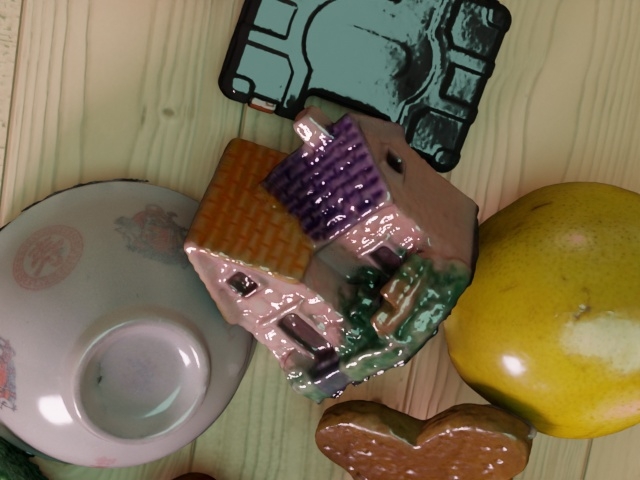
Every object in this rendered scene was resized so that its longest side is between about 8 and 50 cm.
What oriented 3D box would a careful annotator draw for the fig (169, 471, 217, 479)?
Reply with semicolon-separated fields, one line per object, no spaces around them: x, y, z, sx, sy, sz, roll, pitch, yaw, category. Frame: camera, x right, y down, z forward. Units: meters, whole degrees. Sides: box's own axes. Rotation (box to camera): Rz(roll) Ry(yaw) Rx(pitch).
-0.159;0.397;1.294;0.191;0.190;0.290;19;138;-13;fig

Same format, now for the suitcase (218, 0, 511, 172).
0.049;-0.210;1.213;0.285;0.066;0.206;18;99;-13;suitcase

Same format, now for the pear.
0.295;0.064;1.190;0.336;0.285;0.285;-34;107;26;pear

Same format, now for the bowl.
-0.204;0.119;1.165;0.345;0.157;0.345;-7;110;-20;bowl

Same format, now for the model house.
0.000;0.000;1.135;0.237;0.202;0.237;41;133;-18;model house

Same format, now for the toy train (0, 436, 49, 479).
-0.359;0.349;1.222;0.188;0.159;0.271;-38;104;-4;toy train

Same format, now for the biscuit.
0.149;0.338;1.293;0.283;0.064;0.432;-2;128;26;biscuit
